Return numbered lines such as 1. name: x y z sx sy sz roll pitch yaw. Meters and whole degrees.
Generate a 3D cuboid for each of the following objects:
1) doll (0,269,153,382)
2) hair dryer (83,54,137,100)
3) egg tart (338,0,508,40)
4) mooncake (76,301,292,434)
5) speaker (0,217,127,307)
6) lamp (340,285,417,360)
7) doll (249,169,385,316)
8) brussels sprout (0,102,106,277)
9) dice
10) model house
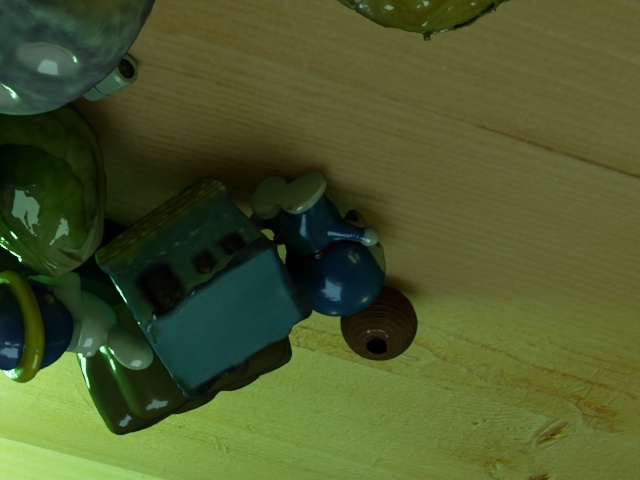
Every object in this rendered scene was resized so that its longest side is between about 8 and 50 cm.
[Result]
1. doll: -0.429 0.102 1.815 0.242 0.160 0.311 -14 -156 -27
2. hair dryer: -0.322 -0.252 1.611 0.082 0.047 0.137 -17 133 40
3. egg tart: 0.108 -0.320 1.227 0.341 0.132 0.341 8 150 5
4. mooncake: -0.231 0.195 2.063 0.378 0.201 0.378 -19 172 -3
5. speaker: -0.449 -0.019 2.000 0.180 0.184 0.388 -8 157 35
6. lamp: 0.102 0.145 2.068 0.136 0.136 0.136 9 151 5
7. doll: 0.000 0.000 1.852 0.215 0.161 0.257 6 137 39
8. brussels sprout: -0.417 -0.086 1.727 0.219 0.210 0.271 -17 107 28
9. dice: -0.341 -0.312 1.249 0.271 0.270 0.270 -15 147 42
10. model house: -0.190 0.045 1.799 0.237 0.303 0.215 -34 133 -8
